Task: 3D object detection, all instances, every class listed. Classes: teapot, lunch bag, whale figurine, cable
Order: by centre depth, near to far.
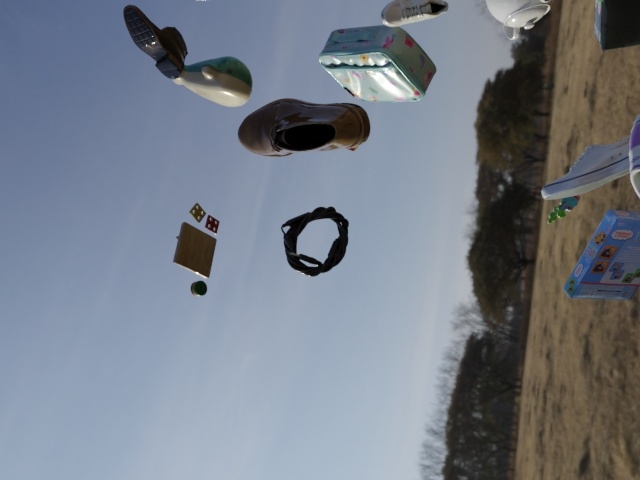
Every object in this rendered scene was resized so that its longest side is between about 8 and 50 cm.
[{"bbox_3d":[0.000,0.000,1.286,0.184,0.047,0.151,-22,-90,-28],"label":"cable"},{"bbox_3d":[0.136,-0.455,1.398,0.224,0.279,0.108,29,-99,-42],"label":"lunch bag"},{"bbox_3d":[-0.353,-0.540,1.762,0.216,0.271,0.141,115,169,-82],"label":"whale figurine"},{"bbox_3d":[0.689,-0.811,1.838,0.255,0.252,0.187,-12,-91,-47],"label":"teapot"}]

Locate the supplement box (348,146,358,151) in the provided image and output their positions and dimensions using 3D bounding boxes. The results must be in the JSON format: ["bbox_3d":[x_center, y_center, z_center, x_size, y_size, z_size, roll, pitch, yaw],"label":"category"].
[{"bbox_3d":[0.109,-0.374,2.020,0.083,0.055,0.043,9,-134,-43],"label":"supplement box"}]

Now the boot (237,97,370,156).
[{"bbox_3d":[-0.065,-0.207,1.013,0.115,0.305,0.113,-27,-66,-46],"label":"boot"}]

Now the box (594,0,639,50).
[{"bbox_3d":[0.291,-0.229,0.499,0.052,0.062,0.083,-70,-30,-47],"label":"box"}]

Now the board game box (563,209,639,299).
[{"bbox_3d":[0.638,0.035,1.150,0.039,0.160,0.212,-105,23,-52],"label":"board game box"}]

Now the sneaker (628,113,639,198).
[{"bbox_3d":[0.611,-0.076,0.869,0.161,0.281,0.102,-67,6,-26],"label":"sneaker"}]

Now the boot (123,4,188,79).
[{"bbox_3d":[-0.446,-0.560,1.476,0.219,0.082,0.106,58,-146,-41],"label":"boot"}]

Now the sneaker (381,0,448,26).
[{"bbox_3d":[0.203,-0.496,1.159,0.061,0.152,0.054,-132,28,-65],"label":"sneaker"}]

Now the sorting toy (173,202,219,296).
[{"bbox_3d":[-0.385,0.025,1.628,0.132,0.046,0.275,33,-126,-44],"label":"sorting toy"}]

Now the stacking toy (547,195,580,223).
[{"bbox_3d":[0.752,-0.144,1.577,0.221,0.052,0.167,-56,-15,5],"label":"stacking toy"}]

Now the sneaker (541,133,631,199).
[{"bbox_3d":[0.654,-0.178,1.295,0.094,0.258,0.091,17,-126,-61],"label":"sneaker"}]
